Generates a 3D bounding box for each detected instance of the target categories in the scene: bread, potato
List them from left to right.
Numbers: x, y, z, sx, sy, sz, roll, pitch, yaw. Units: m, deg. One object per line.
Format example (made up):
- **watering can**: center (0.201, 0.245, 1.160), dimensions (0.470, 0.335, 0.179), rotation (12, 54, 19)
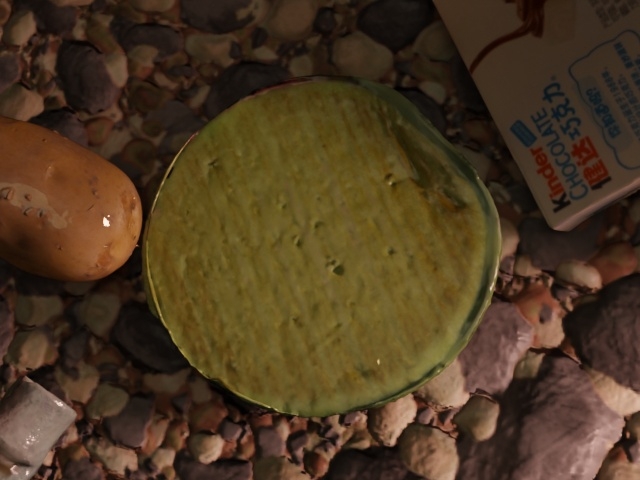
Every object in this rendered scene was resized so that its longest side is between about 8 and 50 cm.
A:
- **potato**: center (-0.233, -0.033, 0.772), dimensions (0.178, 0.118, 0.109), rotation (27, 113, -1)
- **bread**: center (-0.004, 0.005, 0.771), dimensions (0.301, 0.045, 0.301), rotation (-2, 72, 7)

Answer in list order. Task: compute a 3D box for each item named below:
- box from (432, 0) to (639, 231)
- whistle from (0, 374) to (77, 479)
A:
- **box**: center (0.240, -0.186, 0.737), dimensions (0.265, 0.048, 0.273), rotation (-32, 72, 28)
- **whistle**: center (-0.317, 0.256, 0.696), dimensions (0.142, 0.134, 0.346), rotation (30, 69, 16)
